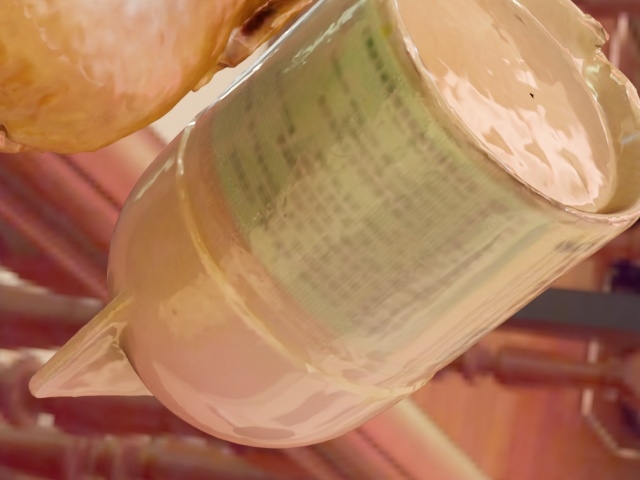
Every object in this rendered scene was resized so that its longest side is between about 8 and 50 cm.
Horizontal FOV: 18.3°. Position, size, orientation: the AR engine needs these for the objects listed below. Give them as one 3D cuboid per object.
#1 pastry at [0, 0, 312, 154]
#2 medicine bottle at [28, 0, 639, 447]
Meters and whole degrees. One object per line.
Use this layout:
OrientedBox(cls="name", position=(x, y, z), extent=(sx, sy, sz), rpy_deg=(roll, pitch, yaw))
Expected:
OrientedBox(cls="pastry", position=(-0.126, -0.214, 1.020), extent=(0.356, 0.164, 0.356), rpy_deg=(-21, 119, -43))
OrientedBox(cls="medicine bottle", position=(0.000, 0.000, 1.323), extent=(0.236, 0.406, 0.236), rpy_deg=(29, 39, -27))
